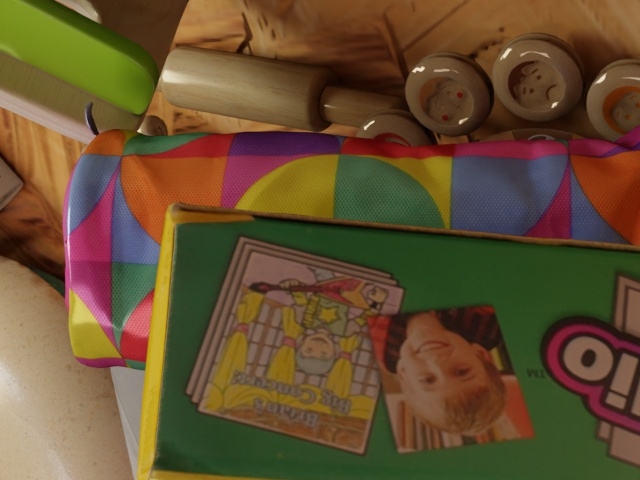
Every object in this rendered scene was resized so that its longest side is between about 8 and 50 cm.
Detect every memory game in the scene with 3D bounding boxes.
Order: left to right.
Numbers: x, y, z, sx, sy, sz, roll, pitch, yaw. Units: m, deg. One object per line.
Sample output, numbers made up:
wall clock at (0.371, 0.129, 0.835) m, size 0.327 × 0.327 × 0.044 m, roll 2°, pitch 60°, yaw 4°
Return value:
memory game at (0.096, -0.002, 0.579) m, size 0.186 × 0.012 × 0.186 m, roll 14°, pitch 129°, yaw 18°

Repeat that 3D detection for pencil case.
pencil case at (0.017, 0.002, 0.522) m, size 0.236 × 0.104 × 0.104 m, roll 2°, pitch 131°, yaw 10°

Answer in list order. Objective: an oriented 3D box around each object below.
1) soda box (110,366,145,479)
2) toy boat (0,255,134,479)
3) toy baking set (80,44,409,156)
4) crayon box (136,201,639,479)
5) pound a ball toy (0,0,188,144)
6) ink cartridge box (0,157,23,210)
soda box at (-0.026, 0.145, 0.694) m, size 0.098 × 0.091 × 0.286 m, roll 20°, pitch 129°, yaw 37°
toy boat at (-0.181, 0.147, 0.884) m, size 0.318 × 0.148 × 0.267 m, roll -38°, pitch 79°, yaw 48°
toy baking set at (-0.003, -0.006, 0.674) m, size 0.256 × 0.030 × 0.197 m, roll 9°, pitch 133°, yaw 31°
crayon box at (0.112, 0.138, 0.511) m, size 0.363 × 0.106 × 0.313 m, roll 5°, pitch 139°, yaw -6°
pound a ball toy at (-0.123, -0.177, 0.507) m, size 0.319 × 0.136 × 0.208 m, roll 24°, pitch 140°, yaw -14°
ink cartridge box at (-0.278, -0.064, 0.840) m, size 0.179 × 0.045 × 0.145 m, roll 47°, pitch 141°, yaw -10°
